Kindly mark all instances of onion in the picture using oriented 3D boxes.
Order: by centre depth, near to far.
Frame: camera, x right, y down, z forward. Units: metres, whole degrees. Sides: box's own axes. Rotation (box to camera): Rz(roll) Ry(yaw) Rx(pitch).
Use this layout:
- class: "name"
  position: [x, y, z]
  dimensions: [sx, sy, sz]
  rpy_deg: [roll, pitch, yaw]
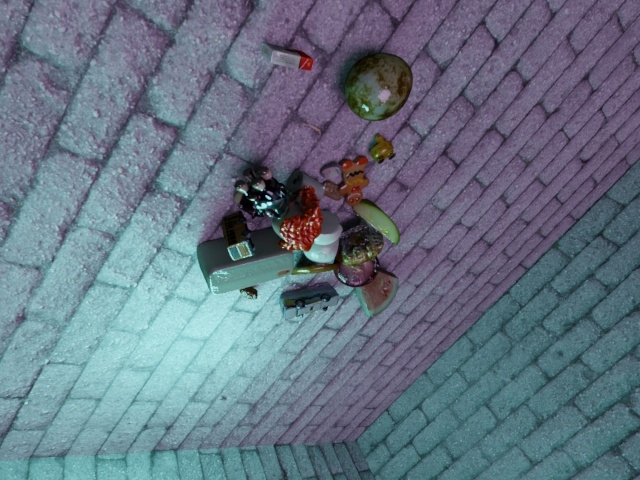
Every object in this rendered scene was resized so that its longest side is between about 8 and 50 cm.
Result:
- class: "onion"
  position: [0.188, 0.134, 2.157]
  dimensions: [0.248, 0.248, 0.161]
  rpy_deg: [-23, 168, -11]

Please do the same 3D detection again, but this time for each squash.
- class: "squash"
  position: [0.282, -0.097, 1.965]
  dimensions: [0.169, 0.252, 0.093]
  rpy_deg: [22, 112, -41]

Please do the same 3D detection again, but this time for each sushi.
- class: "sushi"
  position: [0.175, 0.024, 2.028]
  dimensions: [0.274, 0.184, 0.139]
  rpy_deg: [-21, 164, -9]
- class: "sushi"
  position: [-0.360, 0.253, 2.032]
  dimensions: [0.120, 0.055, 0.052]
  rpy_deg: [24, 123, -30]

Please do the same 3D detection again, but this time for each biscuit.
- class: "biscuit"
  position: [0.057, -0.228, 1.888]
  dimensions: [0.147, 0.018, 0.071]
  rpy_deg: [21, 115, -40]
- class: "biscuit"
  position: [0.159, -0.266, 1.889]
  dimensions: [0.165, 0.036, 0.250]
  rpy_deg: [-18, 130, -21]
- class: "biscuit"
  position: [-0.031, 0.145, 2.024]
  dimensions: [0.262, 0.037, 0.262]
  rpy_deg: [-6, 174, -1]

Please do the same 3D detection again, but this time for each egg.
- class: "egg"
  position: [0.223, -0.581, 1.535]
  dimensions: [0.289, 0.238, 0.238]
  rpy_deg: [-38, 142, -31]

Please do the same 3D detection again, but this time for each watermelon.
- class: "watermelon"
  position: [0.307, 0.277, 2.308]
  dimensions: [0.283, 0.250, 0.292]
  rpy_deg: [-46, 138, 4]

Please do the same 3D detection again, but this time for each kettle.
- class: "kettle"
  position: [-0.067, -0.222, 1.767]
  dimensions: [0.148, 0.098, 0.127]
  rpy_deg: [21, 109, -44]

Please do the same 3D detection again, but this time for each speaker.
- class: "speaker"
  position: [-0.325, 0.091, 1.818]
  dimensions: [0.406, 0.184, 0.183]
  rpy_deg: [-14, 132, -20]

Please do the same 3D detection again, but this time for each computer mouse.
- class: "computer mouse"
  position: [0.049, -0.308, 1.797]
  dimensions: [0.096, 0.039, 0.066]
  rpy_deg: [-14, 129, 17]

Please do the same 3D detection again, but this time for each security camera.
- class: "security camera"
  position: [0.000, 0.000, 1.930]
  dimensions: [0.194, 0.194, 0.236]
  rpy_deg: [-11, 132, -22]

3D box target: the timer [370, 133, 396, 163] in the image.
- class: "timer"
  position: [0.272, -0.410, 1.824]
  dimensions: [0.107, 0.109, 0.107]
  rpy_deg: [-24, 165, -7]

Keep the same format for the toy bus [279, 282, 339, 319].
- class: "toy bus"
  position: [-0.062, 0.324, 2.211]
  dimensions: [0.317, 0.138, 0.112]
  rpy_deg: [-11, 137, -24]

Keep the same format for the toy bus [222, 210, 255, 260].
- class: "toy bus"
  position: [-0.346, -0.021, 1.706]
  dimensions: [0.114, 0.201, 0.098]
  rpy_deg: [-19, 135, -5]

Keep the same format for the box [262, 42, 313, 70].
- class: "box"
  position: [-0.112, -0.626, 1.391]
  dimensions: [0.152, 0.100, 0.048]
  rpy_deg: [1, 129, -31]

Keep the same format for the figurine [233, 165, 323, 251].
- class: "figurine"
  position: [-0.166, -0.127, 1.645]
  dimensions: [0.411, 0.241, 0.306]
  rpy_deg: [29, 136, -18]
